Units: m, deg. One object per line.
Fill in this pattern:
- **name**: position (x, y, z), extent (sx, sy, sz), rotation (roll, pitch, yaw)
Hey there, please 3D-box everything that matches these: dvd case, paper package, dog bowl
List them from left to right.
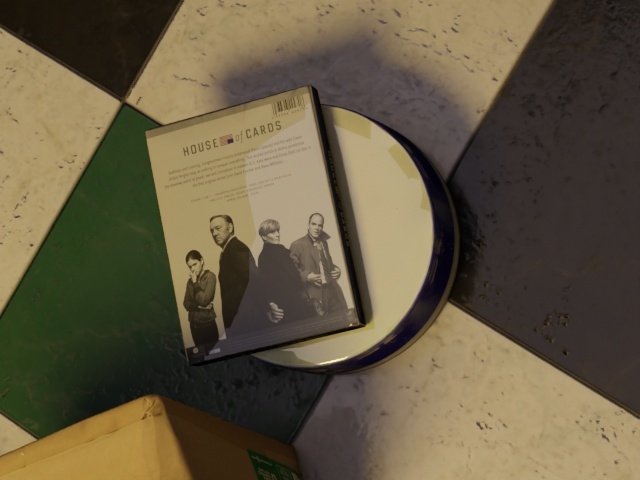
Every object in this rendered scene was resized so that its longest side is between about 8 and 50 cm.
- **paper package**: position (-0.186, 0.291, 1.664), extent (0.309, 0.325, 0.168), rotation (-23, 66, 14)
- **dvd case**: position (-0.065, -0.014, 1.717), extent (0.179, 0.029, 0.239), rotation (-14, 79, 16)
- **dog bowl**: position (0.000, 0.000, 1.766), extent (0.265, 0.104, 0.265), rotation (-2, 83, 16)
